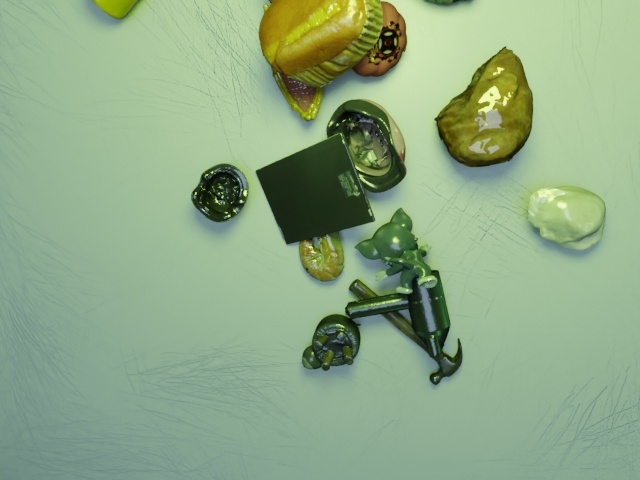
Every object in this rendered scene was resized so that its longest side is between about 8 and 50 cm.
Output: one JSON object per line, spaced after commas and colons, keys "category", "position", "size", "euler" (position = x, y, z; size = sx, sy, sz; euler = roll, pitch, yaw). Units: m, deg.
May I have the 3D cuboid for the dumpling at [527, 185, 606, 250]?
{"category": "dumpling", "position": [0.672, -0.064, 1.090], "size": [0.250, 0.132, 0.162], "euler": [17, 99, -12]}

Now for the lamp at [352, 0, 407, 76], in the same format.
{"category": "lamp", "position": [0.134, -0.521, 1.042], "size": [0.182, 0.140, 0.181], "euler": [-13, 125, -20]}

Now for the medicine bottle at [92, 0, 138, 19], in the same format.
{"category": "medicine bottle", "position": [-0.534, -0.730, 1.100], "size": [0.213, 0.122, 0.121], "euler": [-37, 97, 16]}

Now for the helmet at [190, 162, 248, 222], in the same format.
{"category": "helmet", "position": [-0.296, -0.142, 1.236], "size": [0.153, 0.107, 0.176], "euler": [35, 89, 1]}

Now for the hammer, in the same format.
{"category": "hammer", "position": [0.268, 0.280, 1.290], "size": [0.440, 0.044, 0.168], "euler": [39, 108, -3]}

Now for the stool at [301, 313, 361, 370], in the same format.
{"category": "stool", "position": [0.039, 0.351, 1.297], "size": [0.153, 0.139, 0.227], "euler": [28, 105, 2]}

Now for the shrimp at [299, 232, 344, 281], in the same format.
{"category": "shrimp", "position": [0.000, 0.000, 1.251], "size": [0.146, 0.061, 0.267], "euler": [1, 108, 19]}

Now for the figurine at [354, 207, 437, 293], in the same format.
{"category": "figurine", "position": [0.219, 0.050, 1.139], "size": [0.193, 0.265, 0.140], "euler": [-39, 116, 15]}

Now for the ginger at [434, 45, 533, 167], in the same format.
{"category": "ginger", "position": [0.435, -0.313, 1.019], "size": [0.223, 0.200, 0.269], "euler": [44, 107, -2]}

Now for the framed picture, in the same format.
{"category": "framed picture", "position": [-0.026, -0.135, 1.165], "size": [0.339, 0.014, 0.255], "euler": [-14, 103, 38]}

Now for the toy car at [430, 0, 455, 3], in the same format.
{"category": "toy car", "position": [0.284, -0.648, 1.010], "size": [0.224, 0.090, 0.076], "euler": [14, 113, 5]}

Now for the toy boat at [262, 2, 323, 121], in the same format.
{"category": "toy boat", "position": [-0.073, -0.485, 1.109], "size": [0.141, 0.099, 0.317], "euler": [-19, 98, 17]}

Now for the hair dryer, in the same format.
{"category": "hair dryer", "position": [0.232, 0.235, 1.216], "size": [0.303, 0.116, 0.244], "euler": [-11, 88, 10]}

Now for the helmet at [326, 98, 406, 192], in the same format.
{"category": "helmet", "position": [0.140, -0.276, 1.104], "size": [0.253, 0.154, 0.198], "euler": [41, 143, -12]}

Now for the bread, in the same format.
{"category": "bread", "position": [-0.007, -0.490, 0.932], "size": [0.288, 0.156, 0.204], "euler": [-17, 96, 32]}

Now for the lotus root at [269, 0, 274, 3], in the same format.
{"category": "lotus root", "position": [0.005, -0.675, 1.008], "size": [0.291, 0.193, 0.193], "euler": [3, 106, 1]}
